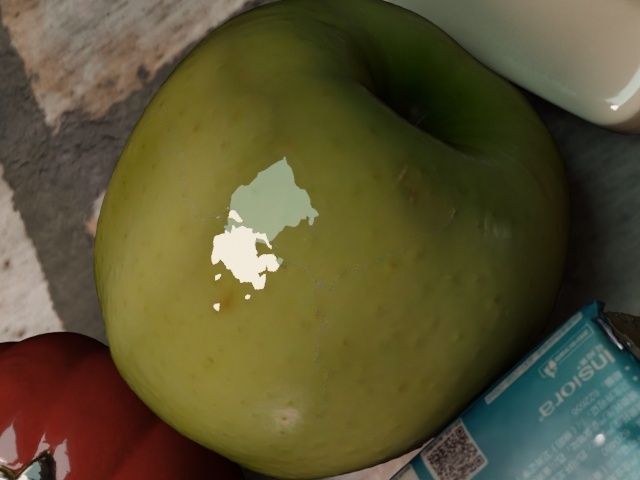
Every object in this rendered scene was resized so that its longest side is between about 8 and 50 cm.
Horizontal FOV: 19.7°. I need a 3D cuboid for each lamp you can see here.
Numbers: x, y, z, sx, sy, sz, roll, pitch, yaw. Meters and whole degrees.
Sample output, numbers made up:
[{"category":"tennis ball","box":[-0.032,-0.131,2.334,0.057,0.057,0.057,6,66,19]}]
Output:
[{"category":"lamp","box":[-0.150,0.160,1.122,0.227,0.227,0.227,-9,73,31]}]

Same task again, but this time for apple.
[{"category":"apple","box":[0.000,0.000,1.028,0.279,0.279,0.279,-9,73,31]}]

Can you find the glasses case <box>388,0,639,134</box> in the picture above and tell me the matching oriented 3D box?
[{"category":"glasses case","box":[0.126,-0.129,1.071,0.196,0.050,0.083,33,102,33]}]

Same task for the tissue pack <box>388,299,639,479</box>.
[{"category":"tissue pack","box":[0.125,0.188,0.974,0.271,0.134,0.192,-44,60,16]}]
